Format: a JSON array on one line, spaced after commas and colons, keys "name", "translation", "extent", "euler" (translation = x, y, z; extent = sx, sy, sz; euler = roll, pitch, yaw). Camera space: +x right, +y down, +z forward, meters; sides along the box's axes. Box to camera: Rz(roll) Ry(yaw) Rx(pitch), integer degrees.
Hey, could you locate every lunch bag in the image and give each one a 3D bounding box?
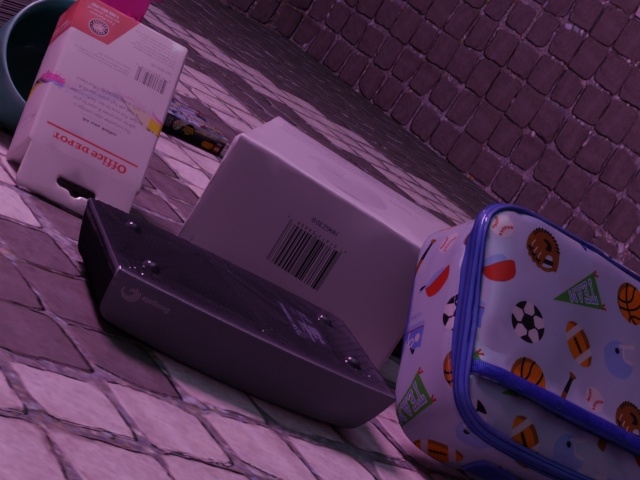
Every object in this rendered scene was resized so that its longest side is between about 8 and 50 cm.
[{"name": "lunch bag", "translation": [0.209, 0.124, 1.297], "extent": [0.303, 0.115, 0.243], "euler": [28, 55, -28]}]

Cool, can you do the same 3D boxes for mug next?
[{"name": "mug", "translation": [-0.255, -0.169, 1.457], "extent": [0.129, 0.158, 0.097], "euler": [47, -31, -14]}]

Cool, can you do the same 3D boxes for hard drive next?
[{"name": "hard drive", "translation": [-0.073, 0.062, 1.191], "extent": [0.255, 0.054, 0.172], "euler": [27, 11, -25]}]

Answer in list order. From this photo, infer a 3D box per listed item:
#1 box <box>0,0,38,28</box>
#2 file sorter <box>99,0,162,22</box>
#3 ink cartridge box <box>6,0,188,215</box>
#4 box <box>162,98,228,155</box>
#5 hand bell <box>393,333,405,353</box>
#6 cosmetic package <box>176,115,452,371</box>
[{"name": "box", "translation": [-0.381, -0.288, 1.557], "extent": [0.119, 0.181, 0.182], "euler": [35, 11, 19]}, {"name": "file sorter", "translation": [-0.273, -0.345, 1.809], "extent": [0.202, 0.290, 0.182], "euler": [23, 16, -20]}, {"name": "ink cartridge box", "translation": [-0.210, -0.109, 1.371], "extent": [0.115, 0.198, 0.067], "euler": [27, -26, -23]}, {"name": "box", "translation": [-0.195, -0.162, 1.934], "extent": [0.137, 0.027, 0.094], "euler": [24, 15, -39]}, {"name": "hand bell", "translation": [0.147, 0.099, 1.608], "extent": [0.126, 0.126, 0.242], "euler": [38, 25, 28]}, {"name": "cosmetic package", "translation": [0.000, 0.000, 1.451], "extent": [0.224, 0.138, 0.224], "euler": [33, 12, 2]}]
